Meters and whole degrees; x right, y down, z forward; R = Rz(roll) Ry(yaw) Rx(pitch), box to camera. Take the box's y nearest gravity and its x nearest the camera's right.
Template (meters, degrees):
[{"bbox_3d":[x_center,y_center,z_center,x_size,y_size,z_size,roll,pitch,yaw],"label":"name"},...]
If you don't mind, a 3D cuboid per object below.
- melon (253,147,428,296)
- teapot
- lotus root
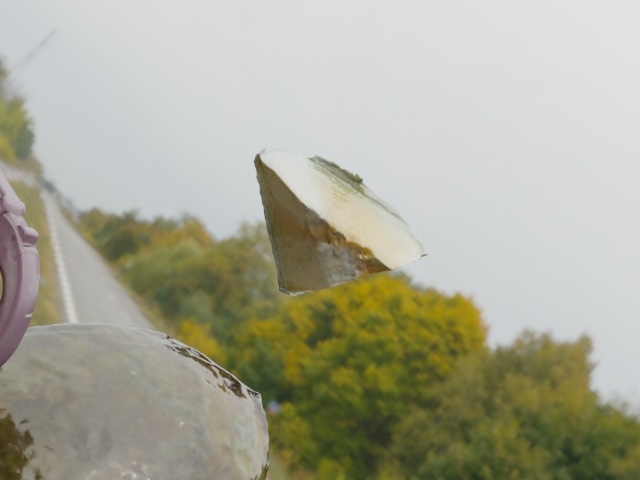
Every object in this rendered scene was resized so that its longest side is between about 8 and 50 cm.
[{"bbox_3d":[-0.002,0.001,1.347,0.202,0.139,0.093,34,21,-8],"label":"melon"},{"bbox_3d":[-0.252,0.009,0.842,0.116,0.146,0.148,39,8,-47],"label":"teapot"},{"bbox_3d":[-0.184,0.181,1.056,0.314,0.210,0.142,-1,13,-17],"label":"lotus root"}]
